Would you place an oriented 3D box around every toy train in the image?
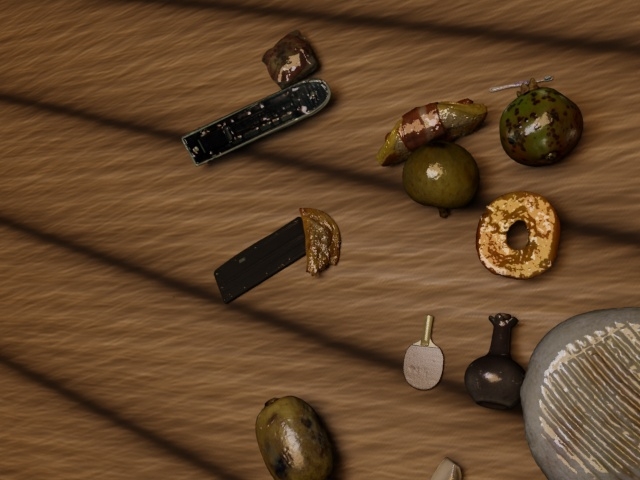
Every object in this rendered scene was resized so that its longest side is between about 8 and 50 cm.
[{"bbox_3d":[-0.147,-0.300,1.692,0.407,0.088,0.086,-19,106,22],"label":"toy train"}]

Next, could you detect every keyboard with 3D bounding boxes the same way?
[{"bbox_3d":[-0.185,0.075,1.666,0.381,0.041,0.103,-29,67,12],"label":"keyboard"}]

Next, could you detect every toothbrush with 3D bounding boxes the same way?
[{"bbox_3d":[0.422,-0.331,1.455,0.131,0.013,0.011,-7,71,28],"label":"toothbrush"}]

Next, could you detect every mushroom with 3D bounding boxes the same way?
[{"bbox_3d":[0.213,0.524,1.348,0.209,0.071,0.084,-58,29,1],"label":"mushroom"}]

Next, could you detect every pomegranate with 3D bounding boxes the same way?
[{"bbox_3d":[0.431,-0.238,1.360,0.159,0.159,0.205,-20,46,22],"label":"pomegranate"}]

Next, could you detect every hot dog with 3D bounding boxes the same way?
[{"bbox_3d":[0.226,-0.245,1.474,0.261,0.123,0.093,-22,79,17],"label":"hot dog"}]

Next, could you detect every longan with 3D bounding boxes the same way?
[{"bbox_3d":[0.250,-0.123,1.433,0.155,0.145,0.176,41,141,50],"label":"longan"}]

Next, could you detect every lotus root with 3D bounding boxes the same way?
[{"bbox_3d":[-0.041,0.456,1.442,0.154,0.154,0.278,-38,68,15],"label":"lotus root"}]

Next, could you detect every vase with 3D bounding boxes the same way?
[{"bbox_3d":[0.344,0.229,1.325,0.120,0.120,0.183,2,66,27],"label":"vase"}]

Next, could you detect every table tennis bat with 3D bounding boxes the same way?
[{"bbox_3d":[0.217,0.234,1.436,0.087,0.013,0.156,5,82,28],"label":"table tennis bat"}]

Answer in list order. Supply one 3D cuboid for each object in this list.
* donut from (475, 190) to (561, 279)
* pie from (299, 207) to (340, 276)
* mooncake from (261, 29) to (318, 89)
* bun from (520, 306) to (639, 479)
[{"bbox_3d":[0.396,-0.007,1.371,0.162,0.065,0.178,18,86,24],"label":"donut"},{"bbox_3d":[0.000,0.000,1.582,0.092,0.034,0.170,-5,71,6],"label":"pie"},{"bbox_3d":[-0.075,-0.443,1.689,0.125,0.073,0.130,-39,54,13],"label":"mooncake"},{"bbox_3d":[0.523,0.282,1.159,0.362,0.211,0.362,-7,75,29],"label":"bun"}]
